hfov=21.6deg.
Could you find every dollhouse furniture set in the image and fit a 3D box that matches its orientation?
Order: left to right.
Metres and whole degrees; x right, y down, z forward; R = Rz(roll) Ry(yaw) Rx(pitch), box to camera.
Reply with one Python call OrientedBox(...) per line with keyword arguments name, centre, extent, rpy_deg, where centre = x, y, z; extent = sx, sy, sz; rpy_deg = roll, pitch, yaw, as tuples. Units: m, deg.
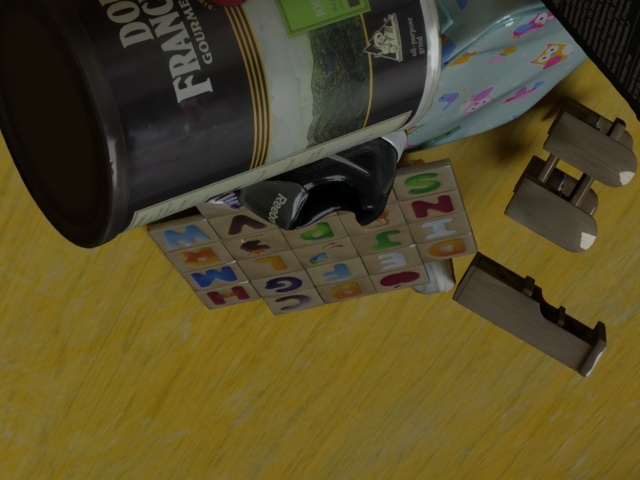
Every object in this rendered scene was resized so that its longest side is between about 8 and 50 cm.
OrientedBox(name="dollhouse furniture set", centre=(0.270, -0.008, 1.745), extent=(0.242, 0.161, 0.212), rpy_deg=(-60, 176, 12))

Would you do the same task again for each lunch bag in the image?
OrientedBox(name="lunch bag", centre=(0.128, -0.177, 1.446), extent=(0.224, 0.108, 0.279), rpy_deg=(-13, 161, -38))

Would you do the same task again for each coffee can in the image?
OrientedBox(name="coffee can", centre=(-0.080, -0.134, 1.220), extent=(0.275, 0.201, 0.201), rpy_deg=(-22, 151, -27))

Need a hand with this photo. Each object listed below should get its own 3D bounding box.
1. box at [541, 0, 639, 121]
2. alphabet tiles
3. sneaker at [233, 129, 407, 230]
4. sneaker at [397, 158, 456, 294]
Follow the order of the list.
OrientedBox(name="box", centre=(0.305, -0.306, 1.267), extent=(0.343, 0.312, 0.179), rpy_deg=(-26, 152, -20))
OrientedBox(name="alphabet tiles", centre=(0.000, 0.000, 1.614), extent=(0.285, 0.011, 0.342), rpy_deg=(-13, 158, 7))
OrientedBox(name="sneaker", centre=(-0.046, -0.061, 1.390), extent=(0.234, 0.106, 0.078), rpy_deg=(6, 149, -2))
OrientedBox(name="sneaker", centre=(0.071, -0.004, 1.768), extent=(0.121, 0.099, 0.262), rpy_deg=(-16, 156, 4))
